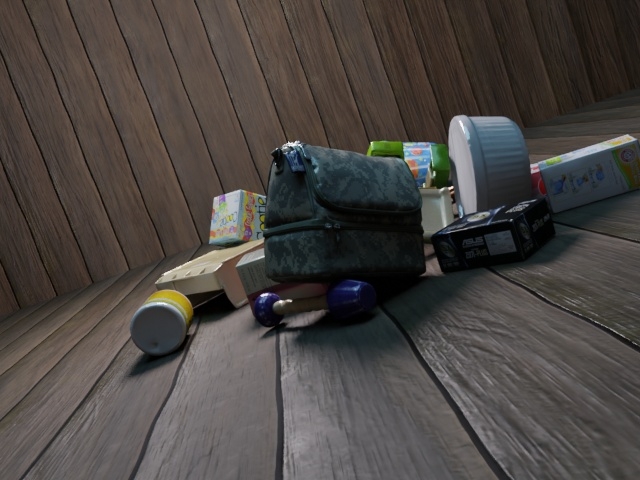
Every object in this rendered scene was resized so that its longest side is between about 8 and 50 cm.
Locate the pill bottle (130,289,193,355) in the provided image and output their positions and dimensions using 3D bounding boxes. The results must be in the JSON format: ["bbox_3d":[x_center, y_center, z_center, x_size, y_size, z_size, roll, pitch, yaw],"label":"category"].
[{"bbox_3d":[-0.345,0.174,1.625,0.118,0.117,0.208,-20,8,-1],"label":"pill bottle"}]

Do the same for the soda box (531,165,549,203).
[{"bbox_3d":[0.579,-0.149,1.701,0.263,0.083,0.092,-17,8,23],"label":"soda box"}]

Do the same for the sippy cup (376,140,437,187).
[{"bbox_3d":[0.328,-0.260,2.665,0.224,0.240,0.305,-6,50,18],"label":"sippy cup"}]

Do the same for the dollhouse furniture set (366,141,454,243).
[{"bbox_3d":[0.204,-0.074,1.718,0.198,0.151,0.301,1,51,-1],"label":"dollhouse furniture set"}]

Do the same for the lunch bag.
[{"bbox_3d":[0.043,-0.049,1.412,0.305,0.255,0.213,2,-9,-35],"label":"lunch bag"}]

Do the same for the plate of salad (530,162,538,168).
[{"bbox_3d":[0.619,-0.182,1.961,0.200,0.048,0.200,-7,10,1],"label":"plate of salad"}]

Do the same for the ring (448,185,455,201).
[{"bbox_3d":[0.407,-0.145,2.082,0.337,0.032,0.336,-26,-4,-2],"label":"ring"}]

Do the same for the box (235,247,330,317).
[{"bbox_3d":[-0.052,0.064,1.623,0.232,0.126,0.148,-19,7,5],"label":"box"}]

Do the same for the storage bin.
[{"bbox_3d":[-0.248,0.096,1.916,0.262,0.123,0.260,-12,11,41],"label":"storage bin"}]

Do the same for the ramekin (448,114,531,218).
[{"bbox_3d":[0.371,-0.150,1.613,0.127,0.272,0.273,-9,8,0],"label":"ramekin"}]

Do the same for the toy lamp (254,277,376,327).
[{"bbox_3d":[-0.013,0.117,1.352,0.275,0.080,0.080,-14,9,44],"label":"toy lamp"}]

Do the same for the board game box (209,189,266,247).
[{"bbox_3d":[-0.163,-0.040,2.131,0.275,0.142,0.144,13,-15,-39],"label":"board game box"}]

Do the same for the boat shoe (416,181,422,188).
[{"bbox_3d":[0.268,-0.132,2.219,0.109,0.089,0.258,-30,-4,11],"label":"boat shoe"}]

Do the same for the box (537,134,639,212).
[{"bbox_3d":[0.585,-0.144,1.579,0.203,0.103,0.114,-17,9,17],"label":"box"}]

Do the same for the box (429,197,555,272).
[{"bbox_3d":[0.325,-0.010,1.385,0.180,0.077,0.147,-12,10,44],"label":"box"}]
